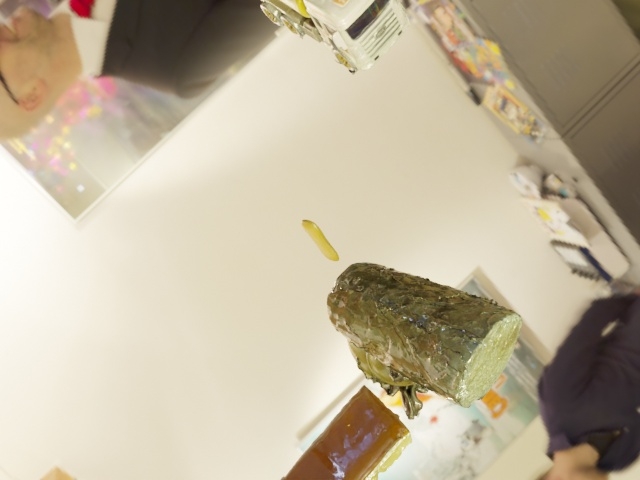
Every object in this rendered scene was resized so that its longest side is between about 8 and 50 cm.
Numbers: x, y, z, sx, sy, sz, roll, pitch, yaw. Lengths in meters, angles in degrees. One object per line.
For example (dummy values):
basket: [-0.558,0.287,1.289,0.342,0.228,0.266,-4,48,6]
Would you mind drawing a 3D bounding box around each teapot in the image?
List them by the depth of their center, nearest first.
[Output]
teapot: [0.130,0.175,1.199,0.182,0.173,0.270,-84,-14,-71]

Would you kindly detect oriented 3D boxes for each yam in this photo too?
yam: [0.095,0.083,0.694,0.183,0.107,0.107,24,161,45]

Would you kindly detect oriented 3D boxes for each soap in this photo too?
soap: [0.000,0.000,1.103,0.034,0.012,0.089,9,144,47]

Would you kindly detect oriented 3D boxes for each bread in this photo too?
bread: [0.015,0.450,1.390,0.138,0.361,0.077,33,165,42]

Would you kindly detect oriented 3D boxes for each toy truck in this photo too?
toy truck: [-0.008,-0.293,0.870,0.227,0.098,0.114,42,178,34]
